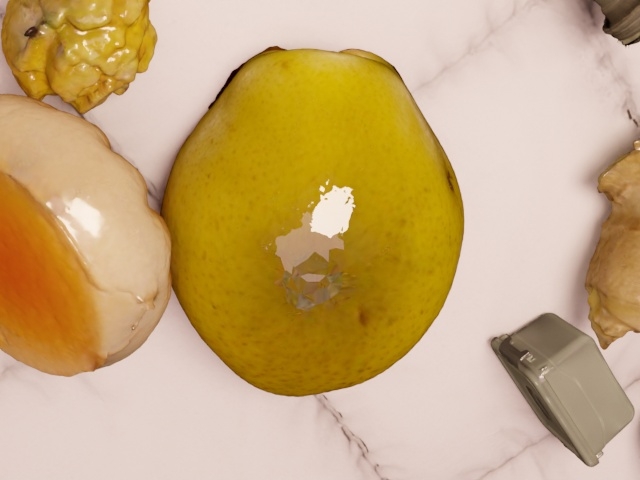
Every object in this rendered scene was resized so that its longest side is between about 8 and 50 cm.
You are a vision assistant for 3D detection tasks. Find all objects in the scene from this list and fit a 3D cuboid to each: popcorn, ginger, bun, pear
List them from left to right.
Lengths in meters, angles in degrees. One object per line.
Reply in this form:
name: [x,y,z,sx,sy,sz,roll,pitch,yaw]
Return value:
bun: [-0.264,-0.014,0.793,0.298,0.165,0.299,18,132,21]
popcorn: [-0.233,-0.202,0.759,0.167,0.152,0.149,-17,83,25]
pear: [0.000,0.000,0.824,0.340,0.191,0.387,-3,111,-5]
ginger: [0.376,-0.002,0.891,0.152,0.138,0.267,6,96,5]

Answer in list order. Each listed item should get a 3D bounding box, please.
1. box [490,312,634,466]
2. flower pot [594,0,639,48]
box: [0.300,0.173,0.959,0.092,0.124,0.172,-37,111,-3]
flower pot: [0.306,-0.313,0.731,0.140,0.235,0.235,36,104,-2]
